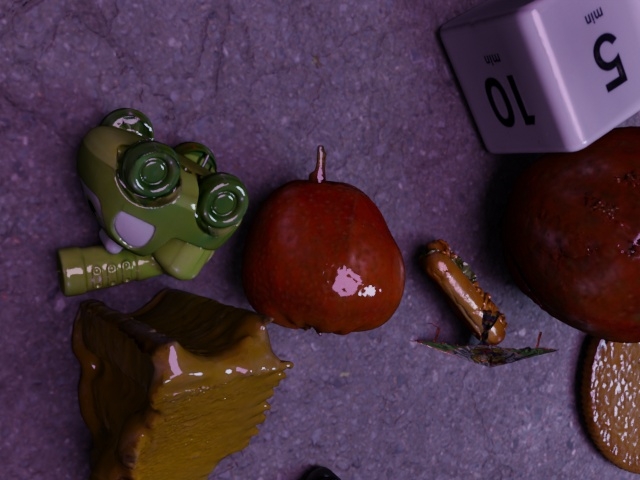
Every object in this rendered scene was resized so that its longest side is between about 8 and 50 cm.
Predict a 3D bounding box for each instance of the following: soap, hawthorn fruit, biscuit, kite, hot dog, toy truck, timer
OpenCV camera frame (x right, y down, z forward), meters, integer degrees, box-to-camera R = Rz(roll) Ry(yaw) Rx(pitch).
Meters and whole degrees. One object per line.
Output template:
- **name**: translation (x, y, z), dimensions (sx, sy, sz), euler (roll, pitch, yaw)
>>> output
- **soap**: translation (-0.142, 0.217, 0.961), dimensions (0.169, 0.338, 0.304), euler (-11, 98, -25)
- **hawthorn fruit**: translation (0.000, 0.000, 1.108), dimensions (0.196, 0.196, 0.226), euler (2, 84, -28)
- **biscuit**: translation (0.523, 0.218, 1.476), dimensions (0.305, 0.038, 0.305), euler (-2, 95, -27)
- **kite**: translation (0.214, 0.131, 1.239), dimensions (0.198, 0.244, 0.006), euler (4, 67, 13)
- **hot dog**: translation (0.198, 0.074, 1.275), dimensions (0.055, 0.072, 0.188), euler (-39, 111, 2)
- **toy truck**: translation (-0.185, -0.027, 1.039), dimensions (0.187, 0.148, 0.211), euler (6, 112, -31)
- **hawthorn fruit**: translation (0.400, -0.016, 1.247), dimensions (0.316, 0.316, 0.316), euler (-2, 95, -27)
- **timer**: translation (0.307, -0.241, 1.239), dimensions (0.194, 0.192, 0.195), euler (-32, 107, -22)

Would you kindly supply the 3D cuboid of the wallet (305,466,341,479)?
- **wallet**: translation (-0.073, 0.471, 1.180), dimensions (0.377, 0.051, 0.197), euler (-42, 114, -18)
